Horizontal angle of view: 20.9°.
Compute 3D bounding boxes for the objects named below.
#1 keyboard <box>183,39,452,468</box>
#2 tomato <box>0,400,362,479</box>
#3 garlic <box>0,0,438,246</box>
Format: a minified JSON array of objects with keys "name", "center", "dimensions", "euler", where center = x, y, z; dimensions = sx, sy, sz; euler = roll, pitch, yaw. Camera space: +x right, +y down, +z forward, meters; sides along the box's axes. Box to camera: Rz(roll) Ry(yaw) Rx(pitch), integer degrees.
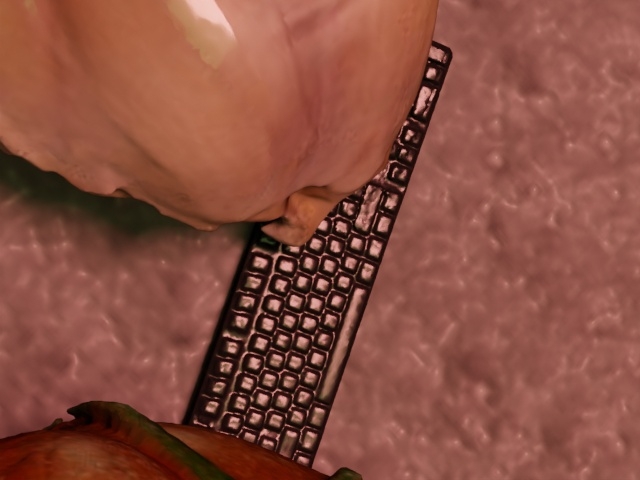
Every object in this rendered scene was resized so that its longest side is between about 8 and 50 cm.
[{"name":"keyboard","center":[0.000,0.000,0.759],"dimensions":[0.061,0.013,0.204],"euler":[21,84,-20]},{"name":"tomato","center":[-0.045,0.211,0.630],"dimensions":[0.303,0.303,0.239],"euler":[23,100,-19]},{"name":"garlic","center":[-0.046,-0.109,0.686],"dimensions":[0.228,0.110,0.217],"euler":[47,73,-10]}]
